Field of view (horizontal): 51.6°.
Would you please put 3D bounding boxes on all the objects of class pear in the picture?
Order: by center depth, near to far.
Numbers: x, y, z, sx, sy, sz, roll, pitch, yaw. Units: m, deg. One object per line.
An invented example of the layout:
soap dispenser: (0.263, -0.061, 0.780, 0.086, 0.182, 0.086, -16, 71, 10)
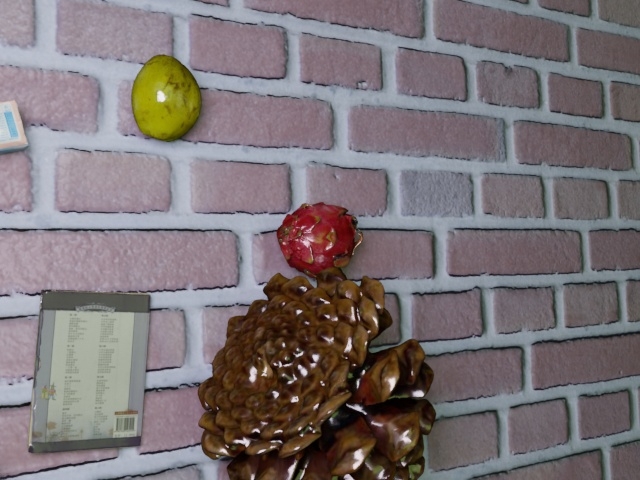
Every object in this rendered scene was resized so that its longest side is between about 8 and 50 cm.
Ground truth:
pear: (-0.236, -0.217, 1.015, 0.107, 0.107, 0.131, 15, 86, -27)

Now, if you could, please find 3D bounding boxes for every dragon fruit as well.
dragon fruit: (0.000, 0.000, 1.120, 0.166, 0.136, 0.133, -29, 134, -54)

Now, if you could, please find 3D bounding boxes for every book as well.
book: (-0.337, 0.189, 0.973, 0.158, 0.026, 0.231, 6, 83, -31)

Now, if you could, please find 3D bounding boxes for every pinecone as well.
pinecone: (0.023, 0.252, 0.996, 0.385, 0.384, 0.384, 3, 85, -29)

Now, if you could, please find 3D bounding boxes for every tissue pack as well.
tissue pack: (-0.460, -0.152, 0.912, 0.095, 0.059, 0.074, -15, 95, -28)
